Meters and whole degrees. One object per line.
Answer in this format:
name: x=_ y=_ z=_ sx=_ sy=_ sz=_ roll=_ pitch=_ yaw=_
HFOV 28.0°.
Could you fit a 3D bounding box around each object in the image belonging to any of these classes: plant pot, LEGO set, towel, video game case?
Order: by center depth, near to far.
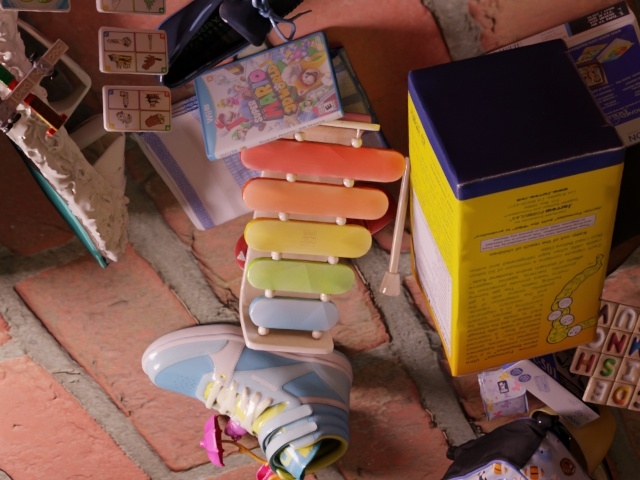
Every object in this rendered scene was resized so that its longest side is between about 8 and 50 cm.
LEGO set: x=-0.286 y=-0.203 z=1.383 sx=0.244 sy=0.182 sz=0.060 roll=-3 pitch=179 yaw=-27
video game case: x=-0.062 y=-0.169 z=1.490 sx=0.166 sy=0.119 sz=0.015 roll=-18 pitch=151 yaw=10
towel: x=-0.069 y=-0.120 z=1.600 sx=0.285 sy=0.034 sz=0.209 roll=-19 pitch=135 yaw=11
plant pot: x=0.412 y=0.301 z=2.036 sx=0.095 sy=0.134 sz=0.134 roll=-31 pitch=140 yaw=-21

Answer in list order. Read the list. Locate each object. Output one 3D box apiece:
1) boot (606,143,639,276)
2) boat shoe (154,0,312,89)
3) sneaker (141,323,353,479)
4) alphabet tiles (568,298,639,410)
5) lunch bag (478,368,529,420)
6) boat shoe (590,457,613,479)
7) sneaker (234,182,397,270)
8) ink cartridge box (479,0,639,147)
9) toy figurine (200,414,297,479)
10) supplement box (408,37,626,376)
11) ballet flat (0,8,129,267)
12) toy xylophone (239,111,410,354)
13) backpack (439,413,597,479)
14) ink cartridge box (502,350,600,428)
boot: x=0.413 y=-0.037 z=1.727 sx=0.305 sy=0.112 sz=0.115 roll=-47 pitch=154 yaw=27
boat shoe: x=-0.079 y=-0.247 z=1.429 sx=0.258 sy=0.089 sz=0.109 roll=-38 pitch=128 yaw=27
sneaker: x=-0.097 y=0.239 z=1.832 sx=0.319 sy=0.208 sz=0.127 roll=7 pitch=135 yaw=-14
alphabet tiles: x=0.490 y=0.162 z=1.911 sx=0.237 sy=0.009 sz=0.198 roll=12 pitch=104 yaw=-21
lunch bag: x=0.283 y=0.234 z=1.990 sx=0.071 sy=0.053 sz=0.083 roll=-12 pitch=126 yaw=2
boat shoe: x=0.465 y=0.424 z=2.193 sx=0.073 sy=0.080 sz=0.223 roll=-14 pitch=130 yaw=14
sneaker: x=0.000 y=0.000 z=1.718 sx=0.221 sy=0.087 sz=0.128 roll=-18 pitch=157 yaw=2
ink cartridge box: x=0.308 y=-0.177 z=1.583 sx=0.206 sy=0.045 sz=0.208 roll=-20 pitch=136 yaw=13
toy figurine: x=-0.101 y=0.309 z=1.986 sx=0.159 sy=0.130 sz=0.173 roll=26 pitch=105 yaw=-18
supplement box: x=0.224 y=-0.032 z=1.537 sx=0.195 sy=0.194 sz=0.356 roll=-13 pitch=140 yaw=-6
ballet flat: x=-0.306 y=-0.130 z=1.496 sx=0.147 sy=0.147 sz=0.409 roll=-20 pitch=134 yaw=12
toy xylophone: x=0.009 y=-0.017 z=1.583 sx=0.236 sy=0.081 sz=0.322 roll=-3 pitch=112 yaw=-15
backpack: x=0.326 y=0.427 z=1.982 sx=0.263 sy=0.213 sz=0.276 roll=39 pitch=149 yaw=-8
ink cartridge box: x=0.339 y=0.194 z=1.924 sx=0.046 sy=0.097 sz=0.207 roll=-34 pitch=129 yaw=24
